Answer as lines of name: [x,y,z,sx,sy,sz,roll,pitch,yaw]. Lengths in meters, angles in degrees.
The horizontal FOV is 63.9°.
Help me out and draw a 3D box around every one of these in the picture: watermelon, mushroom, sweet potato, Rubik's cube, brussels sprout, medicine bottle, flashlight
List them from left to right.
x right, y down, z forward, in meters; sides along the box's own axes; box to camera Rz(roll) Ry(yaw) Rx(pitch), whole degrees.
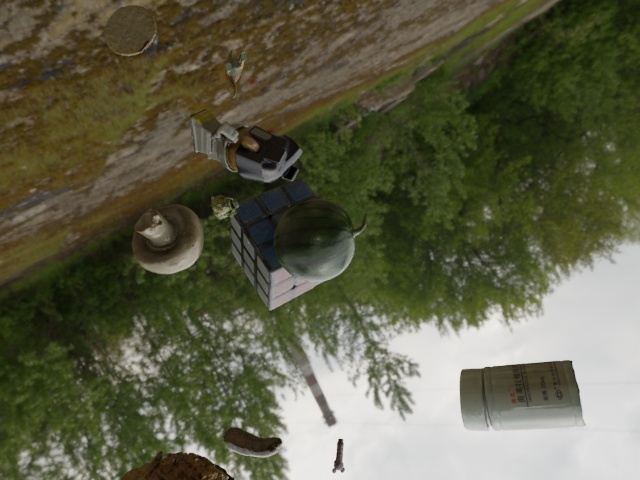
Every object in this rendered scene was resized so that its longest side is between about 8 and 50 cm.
mushroom: [-0.426,-0.015,1.398,0.204,0.204,0.204,-26,-176,2]
brussels sprout: [-0.292,-0.103,1.572,0.085,0.085,0.058,-27,-159,-13]
sweet potato: [-0.211,0.618,1.559,0.273,0.075,0.075,-13,-167,48]
Rubik's cube: [-0.125,0.011,1.834,0.305,0.301,0.304,-24,154,-23]
watermelon: [0.000,0.000,1.167,0.214,0.188,0.188,-6,-170,15]
flashlight: [0.062,0.717,1.709,0.052,0.111,0.031,10,170,-28]
medicine bottle: [0.590,0.467,1.533,0.331,0.190,0.190,-11,-171,20]

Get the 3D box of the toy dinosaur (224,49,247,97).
toy dinosaur: [-0.281,-0.519,1.611,0.057,0.212,0.142,18,162,-17]

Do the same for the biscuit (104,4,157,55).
biscuit: [-0.410,-0.453,1.105,0.120,0.120,0.015,-26,170,2]

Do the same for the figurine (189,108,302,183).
figurine: [-0.190,-0.237,1.346,0.308,0.308,0.143,-38,149,-71]

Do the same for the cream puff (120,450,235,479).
cream puff: [-0.295,0.633,1.184,0.231,0.327,0.342,-36,-128,-28]
